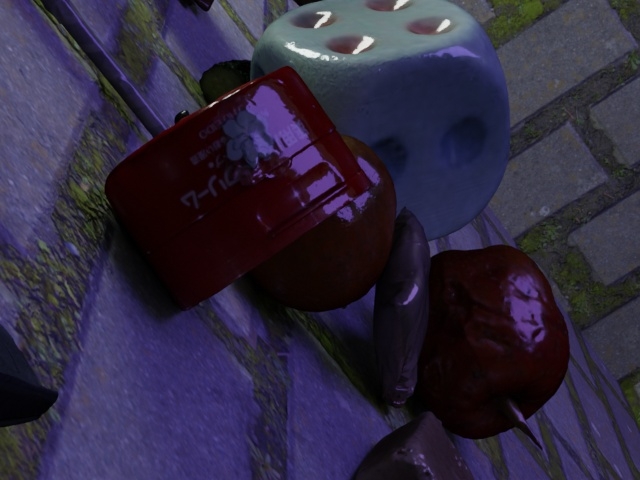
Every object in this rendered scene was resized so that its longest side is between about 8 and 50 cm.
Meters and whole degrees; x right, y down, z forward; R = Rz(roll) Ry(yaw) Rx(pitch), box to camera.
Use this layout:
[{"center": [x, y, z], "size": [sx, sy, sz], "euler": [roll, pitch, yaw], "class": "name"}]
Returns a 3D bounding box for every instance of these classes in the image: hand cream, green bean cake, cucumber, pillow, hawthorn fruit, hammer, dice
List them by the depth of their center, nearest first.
[{"center": [-0.079, -0.051, 1.261], "size": [0.149, 0.230, 0.230], "euler": [57, 14, 0], "class": "hand cream"}, {"center": [-0.263, -0.230, 1.413], "size": [0.427, 0.044, 0.152], "euler": [52, 14, -17], "class": "hammer"}, {"center": [0.108, 0.266, 1.471], "size": [0.109, 0.085, 0.179], "euler": [58, 13, 2], "class": "green bean cake"}, {"center": [0.000, 0.000, 1.528], "size": [0.199, 0.199, 0.251], "euler": [-108, 177, -48], "class": "hawthorn fruit"}, {"center": [0.099, 0.086, 1.636], "size": [0.270, 0.067, 0.173], "euler": [89, 8, -53], "class": "pillow"}, {"center": [0.072, -0.159, 1.732], "size": [0.268, 0.262, 0.265], "euler": [44, -36, 53], "class": "dice"}, {"center": [0.218, 0.136, 1.840], "size": [0.258, 0.258, 0.262], "euler": [52, 30, -19], "class": "hawthorn fruit"}, {"center": [-0.104, -0.225, 1.904], "size": [0.068, 0.067, 0.293], "euler": [57, 13, 0], "class": "cucumber"}]

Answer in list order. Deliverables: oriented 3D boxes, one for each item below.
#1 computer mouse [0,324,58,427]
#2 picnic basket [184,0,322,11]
[{"center": [-0.239, 0.062, 0.783], "size": [0.126, 0.071, 0.231], "euler": [46, 0, 18], "class": "computer mouse"}, {"center": [-0.118, -0.466, 1.910], "size": [0.321, 0.291, 0.254], "euler": [54, 11, 29], "class": "picnic basket"}]
